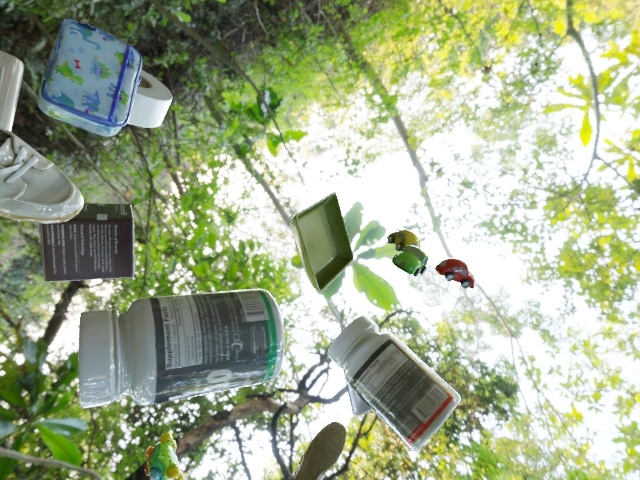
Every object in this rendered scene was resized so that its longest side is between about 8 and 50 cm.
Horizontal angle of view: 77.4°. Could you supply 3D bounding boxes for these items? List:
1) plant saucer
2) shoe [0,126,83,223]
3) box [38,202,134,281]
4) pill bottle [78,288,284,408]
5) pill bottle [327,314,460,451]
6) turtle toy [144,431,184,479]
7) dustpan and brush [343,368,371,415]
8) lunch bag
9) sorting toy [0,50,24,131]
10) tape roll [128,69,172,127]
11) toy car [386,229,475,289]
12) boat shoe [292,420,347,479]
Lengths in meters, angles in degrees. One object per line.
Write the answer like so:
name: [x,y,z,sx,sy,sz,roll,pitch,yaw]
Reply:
plant saucer: [0.000,0.000,0.939,0.045,0.188,0.188,-6,-162,33]
shoe: [-0.356,-0.087,0.406,0.058,0.219,0.076,-32,-145,52]
box: [-0.610,-0.001,1.062,0.204,0.166,0.168,-2,-160,-27]
pill bottle: [-0.273,0.211,0.805,0.362,0.203,0.204,-1,-167,-28]
pill bottle: [0.161,0.319,0.930,0.161,0.161,0.283,-40,-116,-17]
turtle toy: [-0.336,0.480,0.855,0.066,0.130,0.095,-16,-130,-22]
dustpan and brush: [0.155,0.366,1.088,0.060,0.147,0.211,-15,176,39]
lunch bag: [-0.496,-0.354,0.879,0.090,0.176,0.218,-13,-115,47]
sorting toy: [-0.560,-0.221,0.579,0.047,0.196,0.346,7,-94,30]
tape roll: [-0.614,-0.470,1.233,0.100,0.287,0.286,-56,-162,22]
toy car: [0.227,0.037,0.888,0.239,0.053,0.225,33,-162,25]
boat shoe: [-0.018,0.701,1.257,0.285,0.103,0.092,-57,178,-20]
